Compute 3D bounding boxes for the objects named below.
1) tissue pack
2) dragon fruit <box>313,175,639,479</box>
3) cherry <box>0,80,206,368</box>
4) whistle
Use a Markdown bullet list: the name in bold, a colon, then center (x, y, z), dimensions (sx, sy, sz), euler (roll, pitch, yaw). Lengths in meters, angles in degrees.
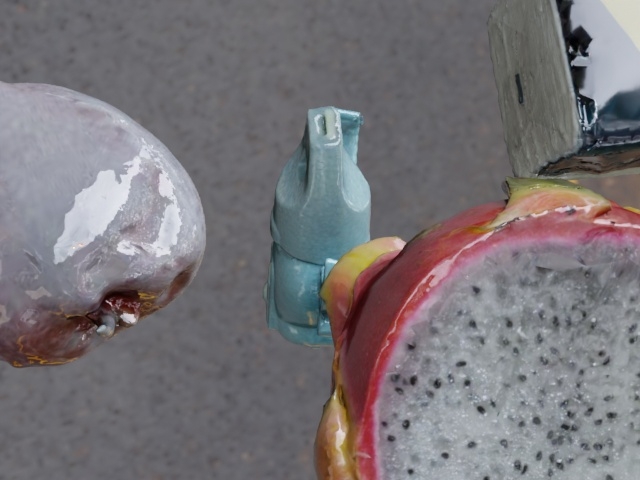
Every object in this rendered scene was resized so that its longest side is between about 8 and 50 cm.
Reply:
- **tissue pack**: center (0.466, -0.229, 2.490), dimensions (0.417, 0.253, 0.264), euler (-4, 79, -18)
- **dragon fruit**: center (0.126, 0.101, 1.225), dimensions (0.305, 0.305, 0.226), euler (62, -7, -14)
- **cherry**: center (-0.296, -0.024, 2.162), dimensions (0.291, 0.326, 0.334), euler (28, 55, -72)
- **whistle**: center (0.000, 0.000, 1.525), dimensions (0.274, 0.093, 0.186), euler (93, -2, -49)
